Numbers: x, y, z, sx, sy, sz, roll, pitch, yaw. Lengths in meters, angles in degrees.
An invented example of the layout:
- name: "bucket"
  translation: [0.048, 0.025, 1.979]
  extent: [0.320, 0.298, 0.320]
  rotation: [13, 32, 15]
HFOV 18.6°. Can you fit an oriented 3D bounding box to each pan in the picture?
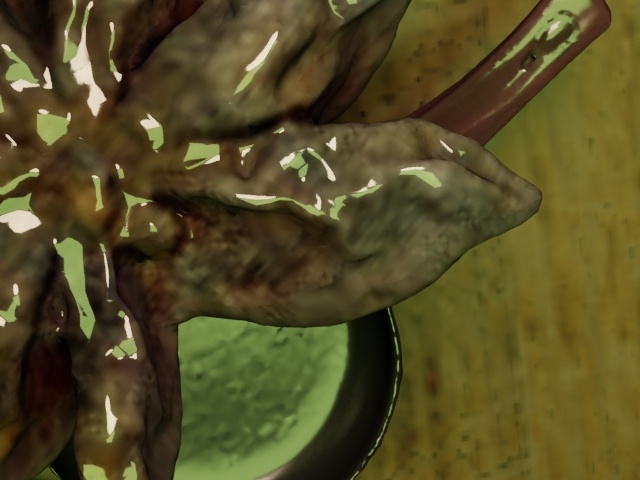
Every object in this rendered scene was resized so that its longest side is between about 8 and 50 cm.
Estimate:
- name: "pan"
  translation: [0.000, -0.001, 0.565]
  extent: [0.115, 0.040, 0.212]
  rotation: [41, 102, -17]

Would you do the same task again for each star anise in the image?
- name: "star anise"
  translation: [-0.067, -0.027, 0.511]
  extent: [0.212, 0.073, 0.197]
  rotation: [-43, 78, 1]
